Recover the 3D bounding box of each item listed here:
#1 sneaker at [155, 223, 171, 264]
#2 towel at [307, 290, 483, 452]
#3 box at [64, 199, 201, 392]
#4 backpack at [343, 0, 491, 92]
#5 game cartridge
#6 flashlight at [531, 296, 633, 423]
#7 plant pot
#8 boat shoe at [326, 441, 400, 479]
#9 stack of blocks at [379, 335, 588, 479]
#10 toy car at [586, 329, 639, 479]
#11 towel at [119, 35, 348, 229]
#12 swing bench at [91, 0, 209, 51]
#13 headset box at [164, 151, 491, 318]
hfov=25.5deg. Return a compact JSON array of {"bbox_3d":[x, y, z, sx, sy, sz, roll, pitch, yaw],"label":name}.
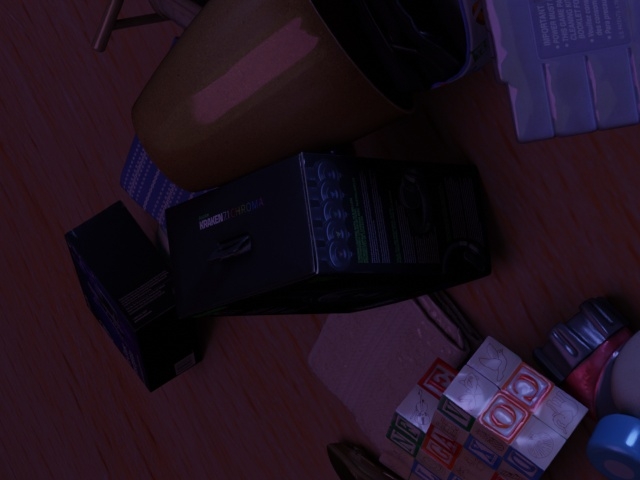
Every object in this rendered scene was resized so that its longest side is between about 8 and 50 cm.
[{"bbox_3d":[-0.129,0.004,1.907,0.283,0.110,0.122,30,127,38],"label":"sneaker"},{"bbox_3d":[0.085,0.144,1.769,0.187,0.049,0.282,50,140,22],"label":"towel"},{"bbox_3d":[-0.269,0.087,2.056,0.184,0.103,0.261,53,164,20],"label":"box"},{"bbox_3d":[0.109,-0.285,1.364,0.276,0.213,0.263,180,73,-72],"label":"backpack"},{"bbox_3d":[0.240,-0.271,1.196,0.230,0.068,0.355,-7,106,18],"label":"game cartridge"},{"bbox_3d":[0.353,0.196,1.440,0.304,0.103,0.103,47,165,18],"label":"flashlight"},{"bbox_3d":[-0.068,-0.165,1.502,0.254,0.237,0.237,-34,81,17],"label":"plant pot"},{"bbox_3d":[0.067,0.315,1.898,0.153,0.048,0.056,32,144,45],"label":"boat shoe"},{"bbox_3d":[0.171,0.216,1.559,0.171,0.087,0.297,36,157,13],"label":"stack of blocks"},{"bbox_3d":[0.407,0.179,1.316,0.210,0.219,0.238,-6,133,52],"label":"toy car"},{"bbox_3d":[-0.121,-0.091,1.841,0.336,0.040,0.243,39,114,33],"label":"towel"},{"bbox_3d":[-0.127,-0.303,1.695,0.253,0.165,0.254,37,129,33],"label":"swing bench"},{"bbox_3d":[0.000,0.000,1.559,0.246,0.283,0.131,-18,75,46],"label":"headset box"}]
